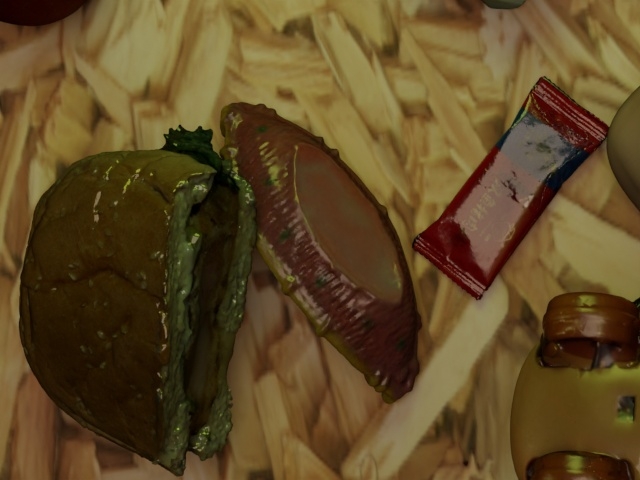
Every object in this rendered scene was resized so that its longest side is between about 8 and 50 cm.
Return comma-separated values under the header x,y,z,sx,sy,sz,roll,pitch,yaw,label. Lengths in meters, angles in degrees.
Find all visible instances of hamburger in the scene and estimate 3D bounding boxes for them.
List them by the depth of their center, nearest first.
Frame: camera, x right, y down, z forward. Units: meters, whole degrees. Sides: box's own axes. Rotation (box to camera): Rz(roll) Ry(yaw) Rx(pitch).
x,y,z,sx,sy,sz,roll,pitch,yaw,label
-0.174,0.046,1.779,0.211,0.132,0.309,15,106,34,hamburger

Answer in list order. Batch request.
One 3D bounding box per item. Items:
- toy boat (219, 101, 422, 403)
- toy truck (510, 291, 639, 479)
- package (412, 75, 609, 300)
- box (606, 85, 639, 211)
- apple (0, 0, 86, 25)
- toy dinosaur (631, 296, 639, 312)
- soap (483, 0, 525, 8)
x,y,z,sx,sy,sz,roll,pitch,yaw,label
0.004,-0.001,1.804,0.141,0.099,0.318,-27,84,-34,toy boat
0.310,0.162,1.668,0.288,0.211,0.204,-1,73,23,toy truck
0.174,-0.048,1.814,0.083,0.022,0.200,38,96,7,package
0.349,-0.062,1.754,0.200,0.088,0.146,45,94,5,box
-0.277,-0.286,1.812,0.181,0.168,0.181,0,94,6,apple
0.269,0.082,1.788,0.037,0.058,0.180,39,107,15,toy dinosaur
0.194,-0.362,1.779,0.173,0.095,0.289,41,95,6,soap
